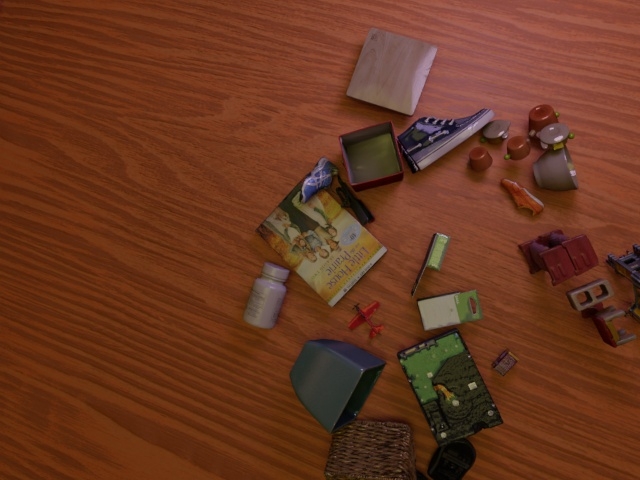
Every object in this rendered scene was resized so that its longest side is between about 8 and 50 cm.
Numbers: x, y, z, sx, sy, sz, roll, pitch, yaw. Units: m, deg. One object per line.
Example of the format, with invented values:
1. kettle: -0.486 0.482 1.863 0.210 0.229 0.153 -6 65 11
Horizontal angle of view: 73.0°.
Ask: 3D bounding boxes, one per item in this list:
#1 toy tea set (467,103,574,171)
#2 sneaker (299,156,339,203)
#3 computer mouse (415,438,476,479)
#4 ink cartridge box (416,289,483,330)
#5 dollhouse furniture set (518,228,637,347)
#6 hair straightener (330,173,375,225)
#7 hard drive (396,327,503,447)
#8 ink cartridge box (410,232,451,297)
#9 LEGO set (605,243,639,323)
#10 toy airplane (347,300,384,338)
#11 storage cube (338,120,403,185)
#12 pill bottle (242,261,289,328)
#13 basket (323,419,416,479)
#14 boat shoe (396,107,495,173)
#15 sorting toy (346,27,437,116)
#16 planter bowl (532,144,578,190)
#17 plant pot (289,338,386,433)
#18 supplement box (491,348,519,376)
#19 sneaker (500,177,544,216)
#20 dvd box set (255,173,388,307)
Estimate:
1. toy tea set: 0.677 -0.333 1.494 0.336 0.124 0.200 -13 52 28
2. sneaker: -0.008 -0.214 1.572 0.081 0.080 0.211 31 68 5
3. computer mouse: 0.450 0.797 1.547 0.188 0.072 0.272 30 107 8
4. ink cartridge box: 0.460 0.246 1.548 0.209 0.062 0.109 -14 87 10
5. dollhouse furniture set: 0.830 0.160 1.419 0.152 0.201 0.374 -26 91 9
6. hair straightener: 0.108 -0.152 1.597 0.230 0.089 0.047 58 135 12
7. hard drive: 0.440 0.503 1.492 0.236 0.064 0.339 -27 83 8
8. ink cartridge box: 0.383 0.090 1.510 0.056 0.171 0.235 19 93 10
9. LEGO set: 1.104 0.105 1.402 0.331 0.192 0.255 -32 113 12
10. toy airplane: 0.176 0.302 1.618 0.151 0.028 0.151 0 90 12
11. storage cube: 0.187 -0.290 1.540 0.215 0.193 0.184 -14 87 9
12. pill bottle: -0.201 0.207 1.638 0.131 0.131 0.229 19 92 10
13. basket: 0.191 0.804 1.554 0.299 0.223 0.214 -7 121 20
14. boat shoe: 0.430 -0.395 1.526 0.340 0.127 0.158 -35 91 9
15. sorting toy: 0.260 -0.603 1.582 0.255 0.089 0.257 21 93 10
16. planter bowl: 0.786 -0.235 1.457 0.109 0.162 0.162 -17 86 36
17. plant pot: 0.040 0.481 1.541 0.252 0.247 0.248 29 95 26
18. supplement box: 0.647 0.427 1.516 0.043 0.055 0.083 41 96 10
19. sneaker: 0.697 -0.152 1.510 0.175 0.064 0.067 44 107 11
20. dvd box set: 0.000 0.000 1.637 0.420 0.062 0.307 45 97 8
